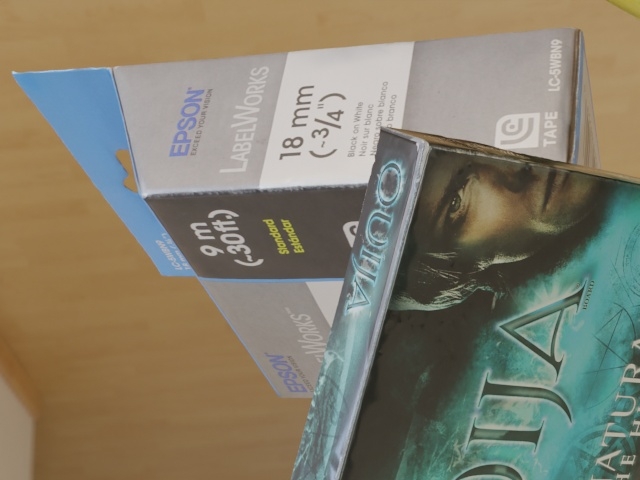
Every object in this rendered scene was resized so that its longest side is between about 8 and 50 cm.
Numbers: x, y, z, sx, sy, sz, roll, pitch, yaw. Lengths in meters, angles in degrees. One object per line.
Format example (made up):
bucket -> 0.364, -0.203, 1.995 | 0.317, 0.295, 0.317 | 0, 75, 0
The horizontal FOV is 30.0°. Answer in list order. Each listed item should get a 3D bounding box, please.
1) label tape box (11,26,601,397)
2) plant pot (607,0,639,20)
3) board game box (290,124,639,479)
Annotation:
label tape box -> 0.000, 0.000, 0.719 | 0.334, 0.106, 0.240 | -2, 146, 19
plant pot -> 0.224, -0.135, 0.450 | 0.187, 0.212, 0.212 | 18, -171, 28
board game box -> 0.051, 0.066, 0.368 | 0.126, 0.186, 0.026 | 8, -168, -32
